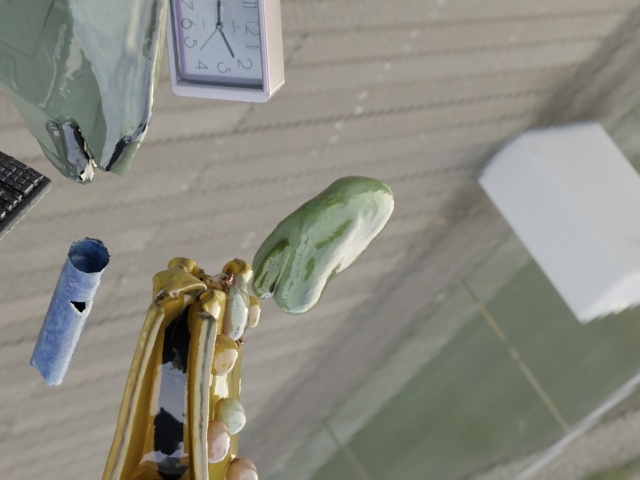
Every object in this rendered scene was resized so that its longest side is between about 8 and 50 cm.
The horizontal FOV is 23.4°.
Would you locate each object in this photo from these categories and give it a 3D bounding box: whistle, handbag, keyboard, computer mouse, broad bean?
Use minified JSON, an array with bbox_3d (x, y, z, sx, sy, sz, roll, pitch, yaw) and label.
[{"bbox_3d":[-0.359,0.107,2.188,0.062,0.062,0.304,-20,154,-34],"label":"whistle"},{"bbox_3d":[-0.125,0.161,1.464,0.133,0.283,0.401,6,-175,1],"label":"handbag"},{"bbox_3d":[-0.398,-0.021,1.725,0.230,0.093,0.025,-54,167,-42],"label":"keyboard"},{"bbox_3d":[-0.226,-0.268,1.411,0.145,0.429,0.228,-13,-179,-36],"label":"computer mouse"},{"bbox_3d":[0.000,0.000,2.049,0.228,0.100,0.169,-40,158,-17],"label":"broad bean"}]

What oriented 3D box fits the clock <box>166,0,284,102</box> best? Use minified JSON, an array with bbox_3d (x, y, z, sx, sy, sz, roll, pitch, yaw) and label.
[{"bbox_3d":[-0.131,-0.287,2.045,0.063,0.150,0.197,-54,147,-57],"label":"clock"}]
